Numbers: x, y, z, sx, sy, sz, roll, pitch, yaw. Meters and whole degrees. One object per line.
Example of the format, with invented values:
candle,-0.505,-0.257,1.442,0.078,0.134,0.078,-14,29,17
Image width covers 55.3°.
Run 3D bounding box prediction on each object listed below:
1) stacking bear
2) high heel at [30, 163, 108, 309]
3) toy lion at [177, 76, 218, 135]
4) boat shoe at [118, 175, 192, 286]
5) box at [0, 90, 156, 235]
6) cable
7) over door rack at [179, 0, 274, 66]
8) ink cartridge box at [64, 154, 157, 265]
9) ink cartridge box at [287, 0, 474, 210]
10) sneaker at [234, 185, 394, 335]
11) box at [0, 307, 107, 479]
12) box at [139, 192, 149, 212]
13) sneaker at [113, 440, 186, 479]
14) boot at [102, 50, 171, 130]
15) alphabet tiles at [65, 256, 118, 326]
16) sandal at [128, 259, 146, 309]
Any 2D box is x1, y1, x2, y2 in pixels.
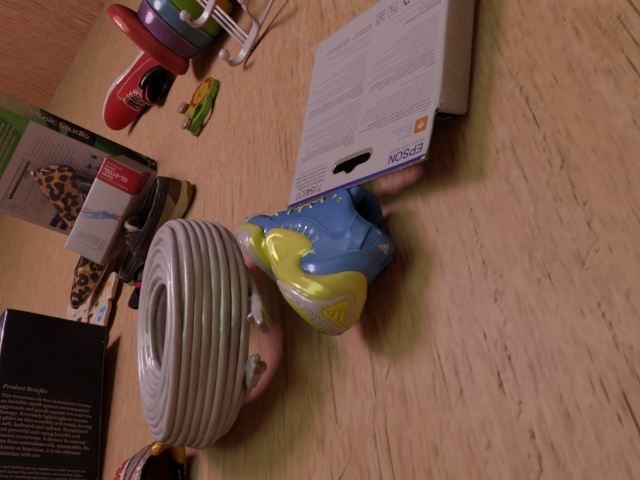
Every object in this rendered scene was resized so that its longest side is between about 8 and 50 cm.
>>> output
stacking bear,-0.236,-0.479,1.177,0.289,0.175,0.164,-46,68,14
high heel,-0.496,-0.009,1.178,0.093,0.186,0.261,16,86,61
toy lion,-0.221,-0.253,1.126,0.096,0.034,0.100,-45,38,19
boat shoe,-0.302,-0.020,1.053,0.223,0.073,0.080,-53,35,20
box,-0.528,-0.129,1.219,0.232,0.322,0.058,-49,37,25
cable,-0.150,0.104,0.693,0.257,0.089,0.257,-68,31,33
over door rack,-0.142,-0.484,0.976,0.239,0.108,0.324,47,117,15
ink cartridge box,-0.369,-0.057,1.085,0.175,0.072,0.127,-63,8,5
ink cartridge box,0.058,-0.146,0.634,0.223,0.045,0.224,-14,60,52
sneaker,0.000,0.000,0.612,0.126,0.091,0.240,-46,33,-2
box,-0.506,0.318,1.022,0.296,0.182,0.294,-41,44,34
box,-0.347,-0.055,1.185,0.136,0.028,0.081,-28,49,48
sneaker,-0.183,0.316,0.658,0.093,0.088,0.225,-47,37,26
boot,-0.435,-0.330,1.435,0.244,0.088,0.176,-47,38,22
alphabet tiles,-0.476,0.169,1.239,0.278,0.021,0.284,-22,53,48
sandal,-0.276,0.050,1.002,0.179,0.040,0.067,-42,40,34
